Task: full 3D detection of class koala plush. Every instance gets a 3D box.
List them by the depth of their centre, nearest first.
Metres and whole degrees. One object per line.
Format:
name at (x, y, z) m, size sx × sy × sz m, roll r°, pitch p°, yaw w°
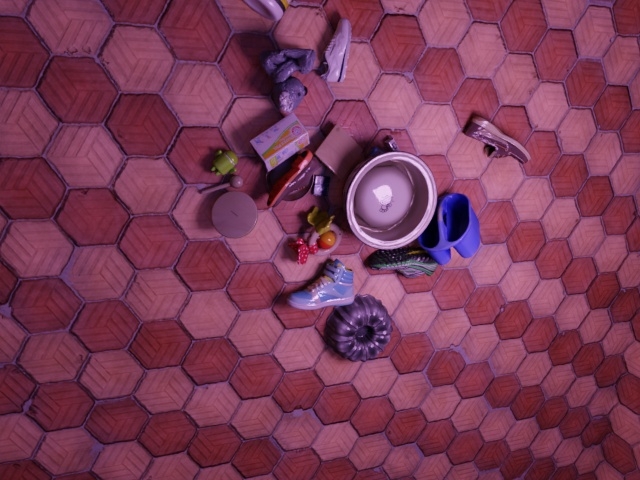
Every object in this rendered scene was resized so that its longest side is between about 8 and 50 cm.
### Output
koala plush at (-0.124, -0.581, 1.678) m, size 0.203 × 0.196 × 0.222 m, roll -2°, pitch 107°, yaw -6°

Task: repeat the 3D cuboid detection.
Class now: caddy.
caddy at (0.551, -0.061, 1.979) m, size 0.241 × 0.342 × 0.179 m, roll -20°, pitch 127°, yaw 31°

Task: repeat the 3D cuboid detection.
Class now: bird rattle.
bird rattle at (0.000, 0.000, 1.924) m, size 0.206 × 0.143 × 0.254 m, roll 16°, pitch 104°, yaw -38°

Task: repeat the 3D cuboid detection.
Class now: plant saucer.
plant saucer at (-0.126, -0.258, 1.847) m, size 0.198 × 0.036 × 0.199 m, roll -5°, pitch 107°, yaw -17°

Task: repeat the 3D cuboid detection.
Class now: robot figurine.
robot figurine at (-0.365, -0.296, 1.740) m, size 0.115 × 0.067 × 0.101 m, roll -41°, pitch 109°, yaw -3°

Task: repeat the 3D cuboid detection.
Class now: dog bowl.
dog bowl at (0.270, -0.176, 1.898) m, size 0.407 × 0.150 × 0.409 m, roll -6°, pitch 109°, yaw -17°

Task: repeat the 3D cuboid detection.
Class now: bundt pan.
bundt pan at (0.194, 0.422, 2.112) m, size 0.330 × 0.124 × 0.331 m, roll -5°, pitch 108°, yaw -17°

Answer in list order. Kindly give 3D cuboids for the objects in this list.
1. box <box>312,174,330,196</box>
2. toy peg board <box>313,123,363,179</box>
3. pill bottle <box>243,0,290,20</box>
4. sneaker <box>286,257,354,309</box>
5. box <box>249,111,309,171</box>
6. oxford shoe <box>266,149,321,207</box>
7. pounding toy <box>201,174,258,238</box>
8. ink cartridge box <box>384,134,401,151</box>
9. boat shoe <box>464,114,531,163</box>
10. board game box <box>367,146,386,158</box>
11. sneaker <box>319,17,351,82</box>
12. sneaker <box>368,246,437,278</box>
box at (0.003, -0.229, 1.907) m, size 0.067 × 0.018 × 0.084 m, roll 4°, pitch 105°, yaw -20°
toy peg board at (0.060, -0.360, 1.867) m, size 0.161 × 0.079 × 0.161 m, roll 41°, pitch 75°, yaw -25°
pill bottle at (-0.134, -0.949, 1.551) m, size 0.187 × 0.188 × 0.334 m, roll 30°, pitch 96°, yaw -24°
sneaker at (0.005, 0.181, 1.979) m, size 0.318 × 0.127 × 0.209 m, roll -4°, pitch 110°, yaw -27°
box at (-0.152, -0.376, 1.743) m, size 0.203 × 0.114 × 0.103 m, roll -35°, pitch 81°, yaw -6°
oxford shoe at (-0.103, -0.223, 1.796) m, size 0.098 × 0.097 × 0.271 m, roll 41°, pitch 91°, yaw -30°
pounding toy at (-0.338, -0.119, 1.800) m, size 0.182 × 0.110 × 0.237 m, roll -25°, pitch 83°, yaw 2°
ink cartridge box at (0.302, -0.405, 1.935) m, size 0.028 × 0.048 × 0.083 m, roll -39°, pitch 113°, yaw -5°
boat shoe at (0.795, -0.427, 2.059) m, size 0.341 × 0.123 × 0.123 m, roll 28°, pitch 104°, yaw -20°
board game box at (0.251, -0.274, 1.964) m, size 0.160 × 0.039 × 0.212 m, roll 21°, pitch 98°, yaw -23°
sneaker at (0.059, -0.729, 1.742) m, size 0.094 × 0.090 × 0.235 m, roll 6°, pitch 103°, yaw -10°
sneaker at (0.382, 0.118, 2.077) m, size 0.343 × 0.134 × 0.147 m, roll 1°, pitch 120°, yaw -11°
